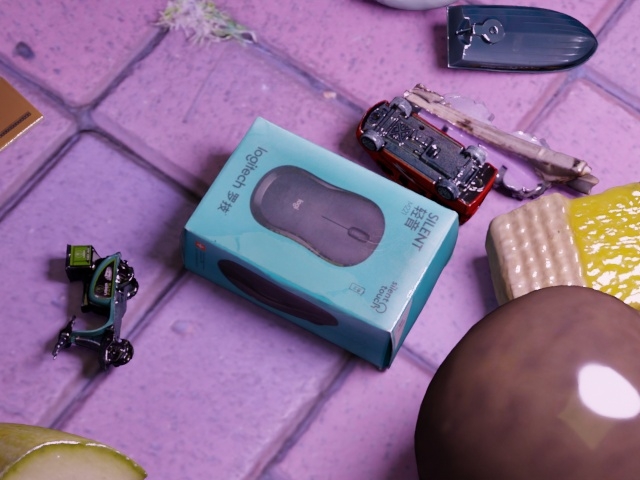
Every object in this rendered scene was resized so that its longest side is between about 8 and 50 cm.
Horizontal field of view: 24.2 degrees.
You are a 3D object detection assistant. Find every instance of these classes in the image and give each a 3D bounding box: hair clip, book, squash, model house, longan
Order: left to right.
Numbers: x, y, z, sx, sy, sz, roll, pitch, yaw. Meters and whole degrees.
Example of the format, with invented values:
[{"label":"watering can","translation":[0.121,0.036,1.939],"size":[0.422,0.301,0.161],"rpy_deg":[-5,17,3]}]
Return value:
[{"label":"book","translation":[-0.479,-0.188,2.045],"size":[0.172,0.012,0.118],"rpy_deg":[42,69,15]},{"label":"squash","translation":[-0.375,0.304,1.805],"size":[0.204,0.155,0.237],"rpy_deg":[51,63,-21]},{"label":"hair clip","translation":[0.240,-0.132,2.040],"size":[0.292,0.084,0.106],"rpy_deg":[28,70,15]},{"label":"model house","translation":[0.325,0.043,1.900],"size":[0.234,0.175,0.193],"rpy_deg":[-7,65,-11]},{"label":"longan","translation":[0.305,0.241,1.706],"size":[0.404,0.336,0.404],"rpy_deg":[0,97,-3]}]

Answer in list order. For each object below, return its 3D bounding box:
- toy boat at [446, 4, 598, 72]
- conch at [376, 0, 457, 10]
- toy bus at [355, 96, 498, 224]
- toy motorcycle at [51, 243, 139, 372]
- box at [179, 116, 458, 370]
[{"label":"toy boat","translation":[0.285,-0.284,2.116],"size":[0.246,0.103,0.093],"rpy_deg":[0,86,-18]},{"label":"conch","translation":[0.119,-0.411,2.143],"size":[0.185,0.121,0.221],"rpy_deg":[-33,77,-23]},{"label":"toy bus","translation":[0.138,-0.108,2.009],"size":[0.195,0.089,0.081],"rpy_deg":[34,65,11]},{"label":"toy motorcycle","translation":[-0.284,0.088,1.899],"size":[0.100,0.058,0.173],"rpy_deg":[-2,62,3]},{"label":"box","translation":[0.000,0.000,1.930],"size":[0.311,0.118,0.205],"rpy_deg":[27,66,10]}]
